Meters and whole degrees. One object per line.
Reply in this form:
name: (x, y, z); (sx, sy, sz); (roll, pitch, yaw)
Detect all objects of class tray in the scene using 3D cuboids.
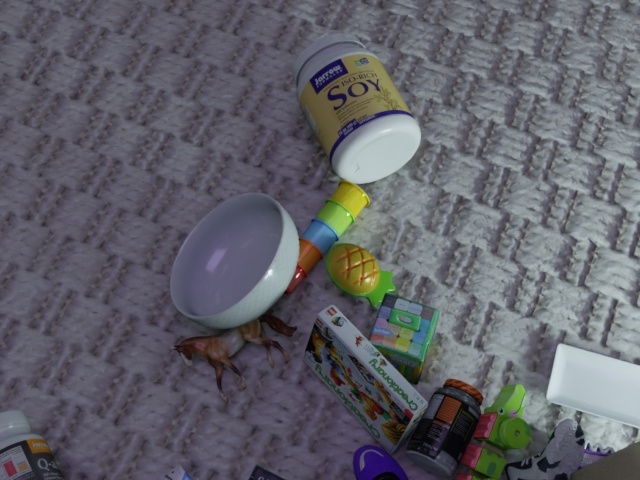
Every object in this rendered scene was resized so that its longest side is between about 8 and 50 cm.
tray: (0.650, 0.336, 1.970); (0.270, 0.030, 0.145); (16, 64, 11)

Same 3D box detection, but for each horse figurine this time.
horse figurine: (-0.185, 0.250, 2.034); (0.263, 0.066, 0.174); (-33, 72, -11)

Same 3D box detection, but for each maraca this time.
maraca: (0.095, 0.081, 2.093); (0.186, 0.099, 0.127); (36, 61, -7)

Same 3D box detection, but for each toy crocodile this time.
toy crocodile: (0.348, 0.457, 1.845); (0.105, 0.115, 0.340); (29, 74, -12)

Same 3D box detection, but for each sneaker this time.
sneaker: (0.591, 0.487, 1.867); (0.236, 0.095, 0.104); (16, 71, 16)
sneaker: (0.163, 0.545, 1.819); (0.102, 0.146, 0.293); (-26, 65, -11)
sneaker: (0.454, 0.467, 1.838); (0.094, 0.153, 0.235); (7, 99, -31)

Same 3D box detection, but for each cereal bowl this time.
cereal bowl: (-0.181, 0.063, 2.050); (0.339, 0.141, 0.339); (-24, 46, 27)

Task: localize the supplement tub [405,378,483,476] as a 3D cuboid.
supplement tub: (0.274, 0.404, 1.903); (0.117, 0.117, 0.190); (26, 66, 15)

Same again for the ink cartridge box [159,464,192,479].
ink cartridge box: (-0.325, 0.536, 1.911); (0.083, 0.028, 0.048); (-39, 67, -16)

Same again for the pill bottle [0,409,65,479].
pill bottle: (-0.637, 0.512, 1.863); (0.162, 0.162, 0.278); (-30, 66, -12)

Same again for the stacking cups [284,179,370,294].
stacking cups: (0.000, 0.000, 2.145); (0.096, 0.096, 0.316); (30, 71, 17)

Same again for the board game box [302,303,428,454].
board game box: (0.091, 0.305, 1.919); (0.053, 0.193, 0.305); (-31, 64, -32)

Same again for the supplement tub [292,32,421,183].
supplement tub: (0.084, -0.337, 2.226); (0.241, 0.241, 0.331); (-22, 64, -9)

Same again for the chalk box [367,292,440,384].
chalk box: (0.182, 0.213, 1.952); (0.132, 0.213, 0.132); (18, 65, 12)

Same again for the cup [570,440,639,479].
cup: (0.617, 0.526, 1.692); (0.331, 0.331, 0.237); (-22, 69, -9)

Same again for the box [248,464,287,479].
box: (-0.100, 0.641, 1.670); (0.179, 0.343, 0.312); (22, 67, 15)
